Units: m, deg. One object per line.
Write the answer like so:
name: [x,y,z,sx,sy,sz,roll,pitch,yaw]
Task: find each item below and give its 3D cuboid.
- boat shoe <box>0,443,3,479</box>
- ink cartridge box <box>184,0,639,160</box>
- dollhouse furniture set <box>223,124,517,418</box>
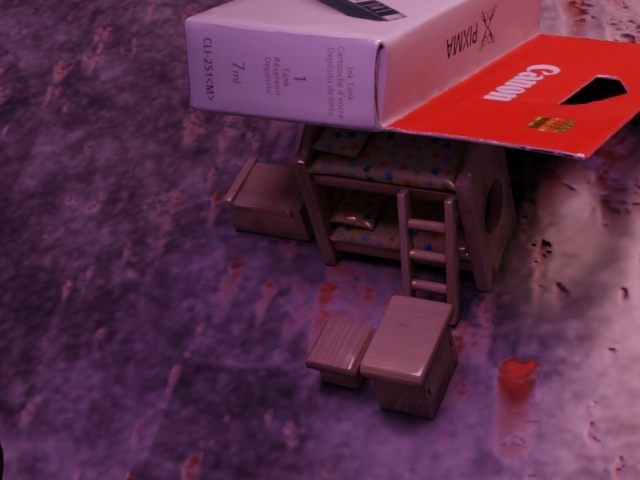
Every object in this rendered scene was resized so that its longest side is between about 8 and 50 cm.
boat shoe: [-0.207,0.148,0.759,0.113,0.127,0.340,-34,49,-18]
ink cartridge box: [0.088,-0.125,0.895,0.239,0.060,0.275,9,22,25]
dollhouse furniture set: [0.000,0.000,0.854,0.182,0.101,0.161,9,50,24]
